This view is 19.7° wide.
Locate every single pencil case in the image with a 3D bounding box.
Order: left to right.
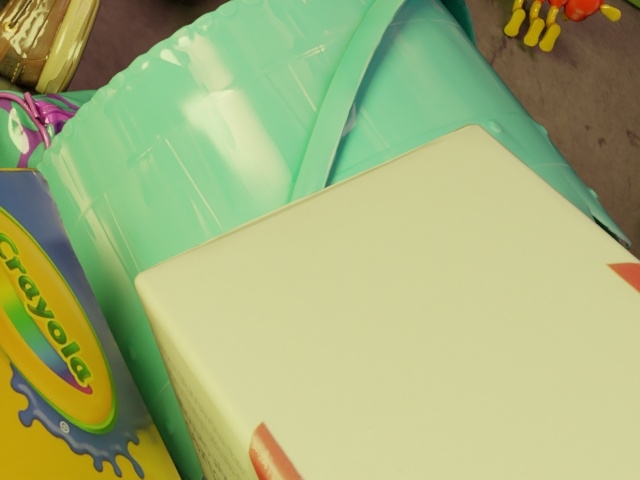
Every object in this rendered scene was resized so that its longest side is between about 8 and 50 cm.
[{"bbox_3d":[-0.119,-0.056,1.000,0.151,0.070,0.064,-13,67,-52],"label":"pencil case"}]

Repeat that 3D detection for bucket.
[{"bbox_3d":[0.000,0.000,0.931,0.281,0.281,0.183,-12,67,-53],"label":"bucket"}]

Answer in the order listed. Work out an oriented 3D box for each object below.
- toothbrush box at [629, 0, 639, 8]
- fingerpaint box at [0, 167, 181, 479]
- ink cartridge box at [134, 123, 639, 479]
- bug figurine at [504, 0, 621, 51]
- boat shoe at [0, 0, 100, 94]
[{"bbox_3d":[0.275,-0.339,1.585,0.283,0.206,0.122,23,45,-36],"label":"toothbrush box"},{"bbox_3d":[-0.169,0.205,0.612,0.371,0.163,0.445,-6,66,-60],"label":"fingerpaint box"},{"bbox_3d":[0.090,0.193,0.715,0.279,0.160,0.385,46,-23,55],"label":"ink cartridge box"},{"bbox_3d":[0.190,-0.300,1.434,0.216,0.279,0.072,25,25,-14],"label":"bug figurine"},{"bbox_3d":[-0.143,-0.168,1.031,0.060,0.064,0.178,20,74,-11],"label":"boat shoe"}]
